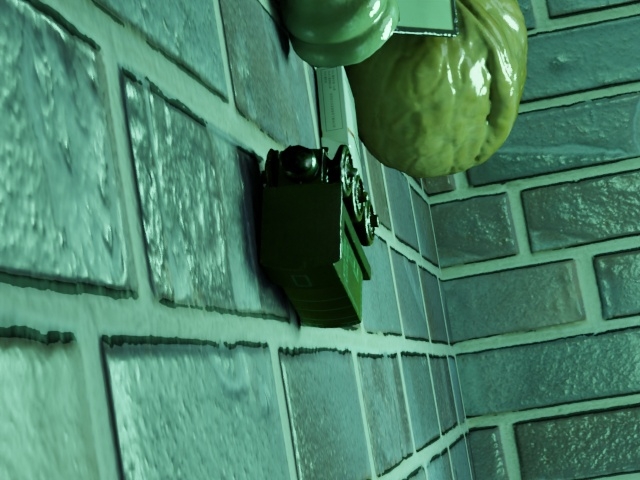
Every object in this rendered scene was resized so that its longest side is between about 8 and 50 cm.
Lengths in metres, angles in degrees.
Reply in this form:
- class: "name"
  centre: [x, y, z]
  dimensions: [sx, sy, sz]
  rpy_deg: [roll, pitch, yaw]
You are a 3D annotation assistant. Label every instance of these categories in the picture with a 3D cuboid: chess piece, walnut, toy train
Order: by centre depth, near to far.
- class: "toy train"
  centre: [0.000, 0.000, 1.371]
  dimensions: [0.225, 0.090, 0.137]
  rpy_deg: [62, 27, -65]
- class: "chess piece"
  centre: [-0.011, -0.313, 1.586]
  dimensions: [0.243, 0.133, 0.133]
  rpy_deg: [60, 20, -47]
- class: "walnut"
  centre: [0.161, -0.245, 2.080]
  dimensions: [0.313, 0.277, 0.252]
  rpy_deg: [88, -21, -47]

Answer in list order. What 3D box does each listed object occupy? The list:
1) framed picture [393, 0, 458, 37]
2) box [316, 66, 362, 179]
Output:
- class: "framed picture"
  centre: [0.059, -0.378, 1.823]
  dimensions: [0.324, 0.013, 0.244]
  rpy_deg: [-6, 90, -47]
- class: "box"
  centre: [0.025, -0.138, 1.848]
  dimensions: [0.084, 0.040, 0.154]
  rpy_deg: [72, 12, -56]
